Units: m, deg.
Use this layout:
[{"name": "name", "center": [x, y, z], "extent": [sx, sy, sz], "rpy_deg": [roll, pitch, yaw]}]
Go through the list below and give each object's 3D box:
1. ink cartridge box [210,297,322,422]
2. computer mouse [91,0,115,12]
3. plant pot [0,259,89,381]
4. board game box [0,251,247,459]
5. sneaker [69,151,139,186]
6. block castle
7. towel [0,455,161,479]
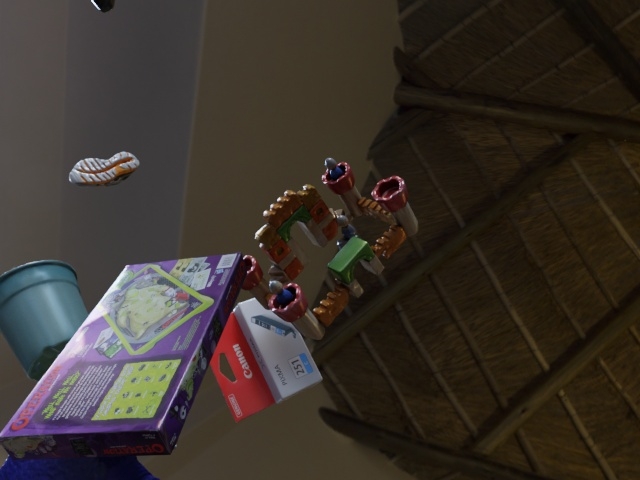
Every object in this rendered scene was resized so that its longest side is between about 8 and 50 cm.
[{"name": "ink cartridge box", "center": [-0.173, 0.314, 1.557], "extent": [0.296, 0.261, 0.066], "rpy_deg": [61, -34, 16]}, {"name": "computer mouse", "center": [-0.358, -0.489, 0.884], "extent": [0.041, 0.071, 0.241], "rpy_deg": [3, -60, -8]}, {"name": "plant pot", "center": [-0.990, 0.306, 2.026], "extent": [0.334, 0.341, 0.341], "rpy_deg": [49, -62, 24]}, {"name": "board game box", "center": [-0.240, 0.137, 0.758], "extent": [0.208, 0.346, 0.056], "rpy_deg": [-3, -59, 11]}, {"name": "sneaker", "center": [-0.610, -0.184, 1.572], "extent": [0.084, 0.215, 0.083], "rpy_deg": [52, -54, 8]}, {"name": "block castle", "center": [0.000, 0.000, 1.429], "extent": [0.303, 0.453, 0.212], "rpy_deg": [26, -22, 50]}, {"name": "towel", "center": [-0.295, 0.369, 0.716], "extent": [0.308, 0.076, 0.227], "rpy_deg": [32, -95, 26]}]
